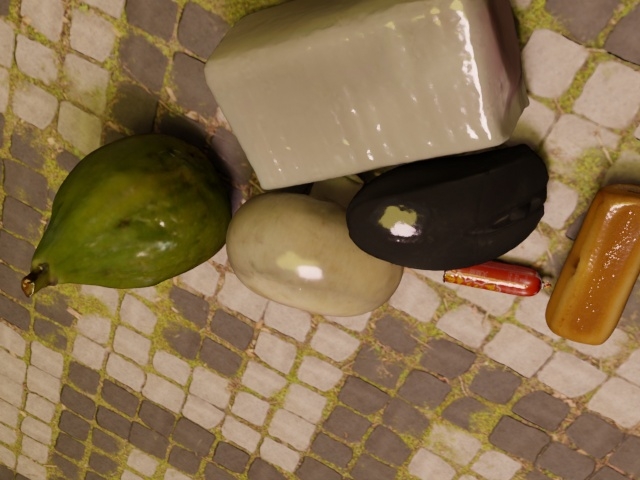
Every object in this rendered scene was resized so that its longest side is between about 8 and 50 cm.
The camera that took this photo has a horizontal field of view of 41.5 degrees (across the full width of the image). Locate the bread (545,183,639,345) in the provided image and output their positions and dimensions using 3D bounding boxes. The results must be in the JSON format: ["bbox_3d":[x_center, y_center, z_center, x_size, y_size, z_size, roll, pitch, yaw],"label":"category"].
[{"bbox_3d":[0.360,0.027,1.070,0.093,0.074,0.239,18,129,9],"label":"bread"}]

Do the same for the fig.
[{"bbox_3d":[-0.261,-0.037,1.176,0.233,0.314,0.233,2,97,16],"label":"fig"}]

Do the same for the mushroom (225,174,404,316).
[{"bbox_3d":[0.000,0.000,1.144,0.246,0.202,0.246,23,174,3],"label":"mushroom"}]

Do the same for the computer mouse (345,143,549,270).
[{"bbox_3d":[0.168,-0.031,1.020,0.270,0.086,0.137,-10,124,-16],"label":"computer mouse"}]

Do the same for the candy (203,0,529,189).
[{"bbox_3d":[0.056,-0.195,1.004,0.359,0.145,0.208,-8,120,30],"label":"candy"}]

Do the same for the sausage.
[{"bbox_3d":[0.243,0.051,1.162,0.145,0.048,0.050,10,132,15],"label":"sausage"}]
